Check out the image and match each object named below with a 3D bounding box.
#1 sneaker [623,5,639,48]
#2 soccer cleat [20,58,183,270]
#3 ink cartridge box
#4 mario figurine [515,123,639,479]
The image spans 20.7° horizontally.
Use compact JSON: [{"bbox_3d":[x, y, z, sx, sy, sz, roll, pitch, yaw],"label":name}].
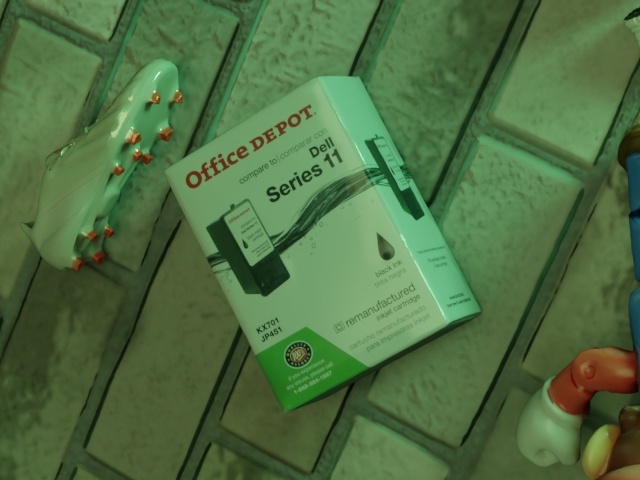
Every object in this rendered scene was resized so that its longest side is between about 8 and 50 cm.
[{"bbox_3d":[0.269,-0.158,1.220,0.109,0.040,0.043,-21,102,26],"label":"sneaker"},{"bbox_3d":[-0.178,-0.066,1.390,0.076,0.068,0.196,36,109,19],"label":"soccer cleat"},{"bbox_3d":[0.000,0.000,1.309,0.153,0.087,0.208,-31,82,21],"label":"ink cartridge box"},{"bbox_3d":[0.256,0.085,1.218,0.198,0.170,0.320,3,84,58],"label":"mario figurine"}]
